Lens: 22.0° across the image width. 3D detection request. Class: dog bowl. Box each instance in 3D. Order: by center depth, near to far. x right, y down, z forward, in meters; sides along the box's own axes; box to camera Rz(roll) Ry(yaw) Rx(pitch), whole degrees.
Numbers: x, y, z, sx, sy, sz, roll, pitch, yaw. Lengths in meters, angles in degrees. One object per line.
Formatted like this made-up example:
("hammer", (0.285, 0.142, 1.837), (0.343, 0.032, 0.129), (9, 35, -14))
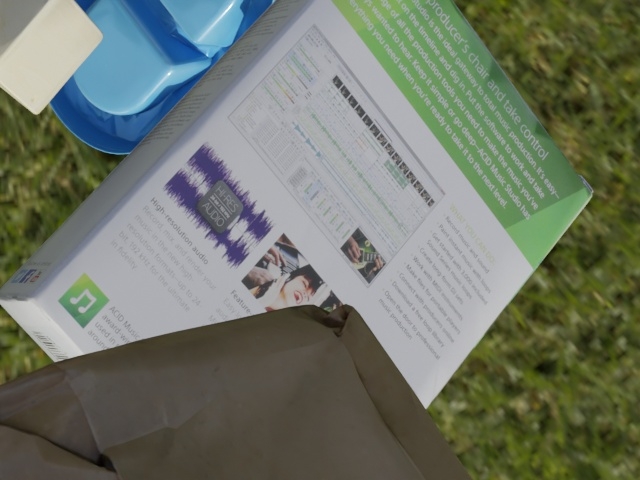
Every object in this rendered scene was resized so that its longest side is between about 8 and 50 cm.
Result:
("dog bowl", (-0.131, -0.205, 1.457), (0.297, 0.074, 0.166), (-43, 81, 34))

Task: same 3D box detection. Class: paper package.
("paper package", (-0.039, 0.237, 0.500), (0.168, 0.309, 0.325), (-16, 155, -42))

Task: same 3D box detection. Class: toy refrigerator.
("toy refrigerator", (-0.308, -0.217, 1.287), (0.269, 0.102, 0.094), (39, 86, 18))

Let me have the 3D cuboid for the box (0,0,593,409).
("box", (0.000, 0.000, 0.959), (0.322, 0.058, 0.232), (-48, 114, -22))
